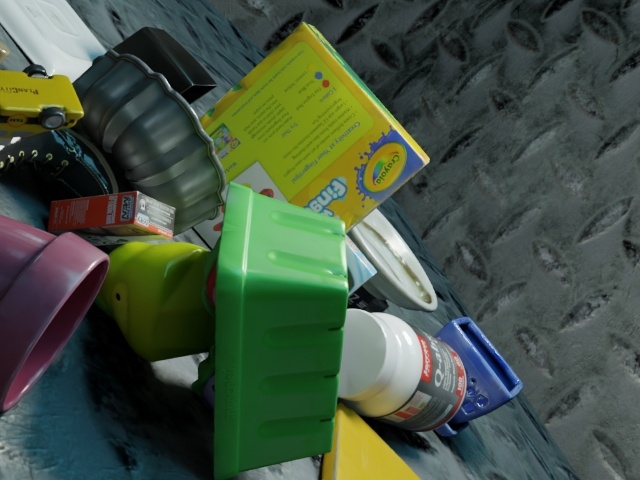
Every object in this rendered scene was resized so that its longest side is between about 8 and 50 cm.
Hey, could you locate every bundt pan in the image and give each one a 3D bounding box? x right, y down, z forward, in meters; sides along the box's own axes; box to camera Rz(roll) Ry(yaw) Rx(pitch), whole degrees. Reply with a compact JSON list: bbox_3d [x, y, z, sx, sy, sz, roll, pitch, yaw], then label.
[{"bbox_3d":[-0.309,-0.135,1.570,0.331,0.124,0.330,33,-32,25],"label":"bundt pan"}]

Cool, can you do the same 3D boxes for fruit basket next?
[{"bbox_3d":[-0.153,0.113,1.328,0.392,0.392,0.283,43,24,-25],"label":"fruit basket"}]

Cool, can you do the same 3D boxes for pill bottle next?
[{"bbox_3d":[0.139,0.265,1.961,0.363,0.210,0.210,31,23,-55],"label":"pill bottle"}]

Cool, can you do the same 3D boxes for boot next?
[{"bbox_3d":[-0.427,-0.116,1.425,0.236,0.085,0.178,49,33,-5],"label":"boot"}]

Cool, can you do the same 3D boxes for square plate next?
[{"bbox_3d":[-0.570,-0.453,2.035,0.347,0.049,0.344,51,13,8],"label":"square plate"}]

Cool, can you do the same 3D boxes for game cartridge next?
[{"bbox_3d":[0.111,0.455,1.713,0.285,0.053,0.323,47,11,-9],"label":"game cartridge"}]

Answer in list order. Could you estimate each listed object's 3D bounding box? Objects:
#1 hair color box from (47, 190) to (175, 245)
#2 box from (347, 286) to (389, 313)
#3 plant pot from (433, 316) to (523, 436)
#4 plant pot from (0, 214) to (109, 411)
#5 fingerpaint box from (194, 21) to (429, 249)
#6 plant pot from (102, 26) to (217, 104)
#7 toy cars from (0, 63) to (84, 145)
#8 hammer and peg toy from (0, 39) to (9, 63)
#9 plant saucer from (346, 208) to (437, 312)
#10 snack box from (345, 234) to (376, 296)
[{"bbox_3d":[-0.313,-0.030,1.441,0.093,0.167,0.053,28,61,-57],"label":"hair color box"},{"bbox_3d":[0.000,0.000,2.505,0.318,0.097,0.395,37,19,-37],"label":"box"},{"bbox_3d":[0.340,0.345,2.385,0.236,0.212,0.236,52,13,14],"label":"plant pot"},{"bbox_3d":[-0.358,0.054,1.040,0.180,0.201,0.201,32,14,-1],"label":"plant pot"},{"bbox_3d":[-0.064,-0.156,1.972,0.371,0.445,0.163,48,12,-1],"label":"fingerpaint box"},{"bbox_3d":[-0.361,-0.353,2.064,0.167,0.188,0.187,59,13,-3],"label":"plant pot"},{"bbox_3d":[-0.464,-0.125,1.243,0.176,0.087,0.393,33,38,-2],"label":"toy cars"},{"bbox_3d":[-0.633,-0.383,1.473,0.266,0.127,0.361,31,22,-47],"label":"hammer and peg toy"},{"bbox_3d":[0.136,0.039,2.427,0.400,0.100,0.400,47,15,-16],"label":"plant saucer"},{"bbox_3d":[-0.050,0.008,2.121,0.322,0.187,0.060,50,13,4],"label":"snack box"}]
